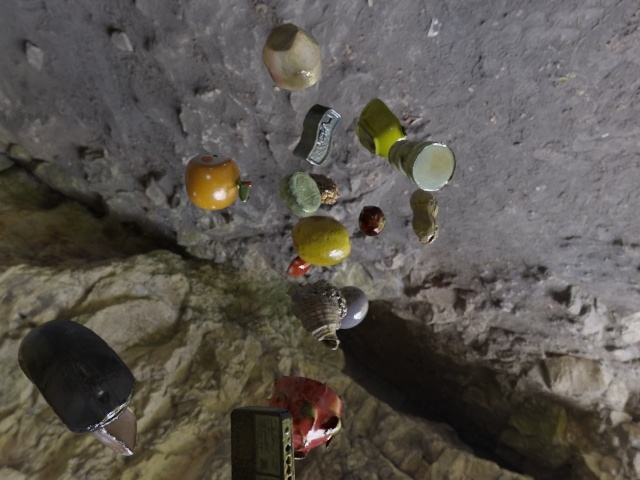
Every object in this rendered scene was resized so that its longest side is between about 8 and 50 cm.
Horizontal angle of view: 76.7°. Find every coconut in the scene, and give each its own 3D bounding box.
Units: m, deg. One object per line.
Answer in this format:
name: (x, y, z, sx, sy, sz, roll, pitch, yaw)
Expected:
coconut: (-0.112, -0.742, 1.673, 0.259, 0.259, 0.259, 26, 154, 13)

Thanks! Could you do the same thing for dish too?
dish: (0.223, -0.415, 1.590, 0.262, 0.108, 0.221, 55, 168, 33)

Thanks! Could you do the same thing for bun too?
bun: (-0.094, -0.187, 1.673, 0.118, 0.195, 0.195, -20, 126, 40)

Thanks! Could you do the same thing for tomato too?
tomato: (-0.098, 0.131, 2.141, 0.082, 0.166, 0.174, 40, 139, 11)

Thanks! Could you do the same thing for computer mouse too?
computer mouse: (-0.483, 0.244, 0.790, 0.270, 0.137, 0.086, 38, 138, 16)

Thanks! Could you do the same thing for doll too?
doll: (-0.341, -0.199, 1.400, 0.236, 0.213, 0.213, 11, 153, 1)

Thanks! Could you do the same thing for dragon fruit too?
dragon fruit: (-0.079, 0.667, 1.488, 0.306, 0.225, 0.305, 9, 126, 13)

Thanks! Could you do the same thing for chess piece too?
chess piece: (0.279, -0.238, 1.194, 0.133, 0.133, 0.243, 44, -175, -25)

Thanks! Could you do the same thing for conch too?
conch: (-0.010, 0.194, 1.081, 0.178, 0.163, 0.245, 17, -154, -24)

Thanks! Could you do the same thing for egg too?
egg: (0.101, 0.255, 1.533, 0.146, 0.146, 0.198, 29, 132, 5)

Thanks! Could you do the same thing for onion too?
onion: (0.195, -0.070, 1.558, 0.119, 0.118, 0.117, 3, 155, 46)

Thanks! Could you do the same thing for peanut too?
peanut: (0.477, -0.113, 1.845, 0.130, 0.290, 0.130, 3, 151, 2)

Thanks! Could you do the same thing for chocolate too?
chocolate: (-0.684, 0.582, 1.298, 0.161, 0.083, 0.261, -119, 10, -54)

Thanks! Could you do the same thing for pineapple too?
pineapple: (0.001, -0.262, 1.975, 0.225, 0.225, 0.076, 30, 129, 4)

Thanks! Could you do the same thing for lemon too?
lemon: (0.000, 0.000, 1.361, 0.207, 0.170, 0.170, 7, 151, 4)

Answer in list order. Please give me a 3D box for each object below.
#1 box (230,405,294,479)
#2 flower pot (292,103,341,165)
box: (-0.169, 0.669, 1.170, 0.211, 0.350, 0.058, -11, 164, 32)
flower pot: (-0.010, -0.410, 1.579, 0.103, 0.229, 0.108, 12, -165, -39)
